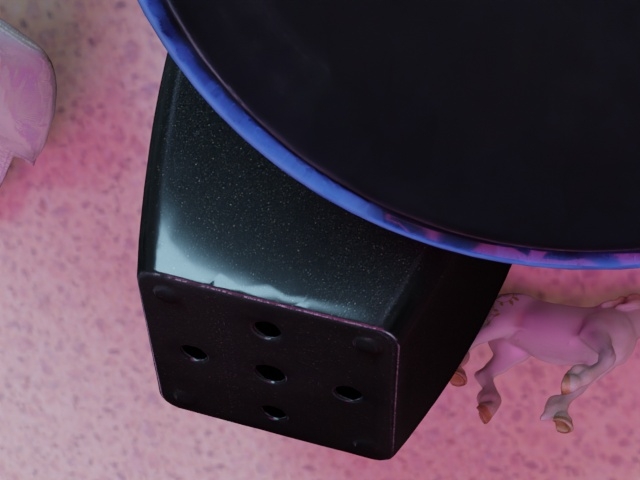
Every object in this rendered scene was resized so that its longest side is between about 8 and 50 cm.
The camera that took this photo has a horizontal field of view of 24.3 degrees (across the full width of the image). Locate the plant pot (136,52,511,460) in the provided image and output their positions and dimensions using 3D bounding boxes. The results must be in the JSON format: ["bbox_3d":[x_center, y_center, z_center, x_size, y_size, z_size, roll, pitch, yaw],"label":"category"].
[{"bbox_3d":[0.000,0.000,0.760,0.187,0.167,0.188,13,145,10],"label":"plant pot"}]

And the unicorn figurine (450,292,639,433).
[{"bbox_3d":[0.140,0.061,0.831,0.162,0.111,0.060,20,133,22],"label":"unicorn figurine"}]

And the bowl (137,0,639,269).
[{"bbox_3d":[0.100,-0.152,0.532,0.391,0.077,0.391,4,127,6],"label":"bowl"}]

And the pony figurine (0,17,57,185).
[{"bbox_3d":[-0.270,-0.159,0.735,0.351,0.302,0.364,-35,65,58],"label":"pony figurine"}]
